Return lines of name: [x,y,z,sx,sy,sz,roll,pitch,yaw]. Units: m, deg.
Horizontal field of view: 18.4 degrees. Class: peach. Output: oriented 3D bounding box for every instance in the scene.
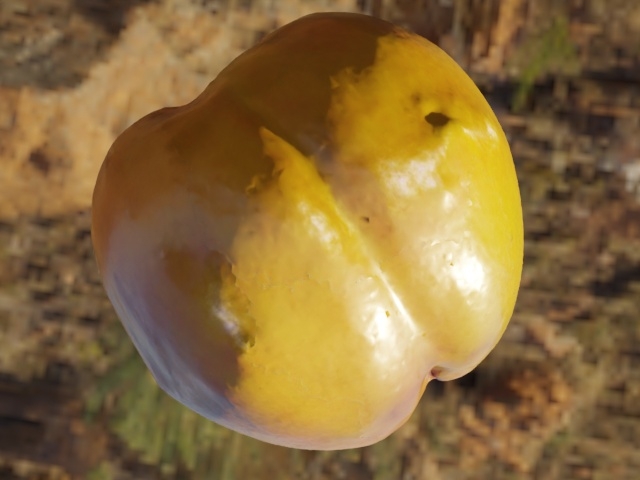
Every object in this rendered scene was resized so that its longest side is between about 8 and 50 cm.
peach: [0.000,0.000,0.634,0.138,0.138,0.138,7,163,2]
